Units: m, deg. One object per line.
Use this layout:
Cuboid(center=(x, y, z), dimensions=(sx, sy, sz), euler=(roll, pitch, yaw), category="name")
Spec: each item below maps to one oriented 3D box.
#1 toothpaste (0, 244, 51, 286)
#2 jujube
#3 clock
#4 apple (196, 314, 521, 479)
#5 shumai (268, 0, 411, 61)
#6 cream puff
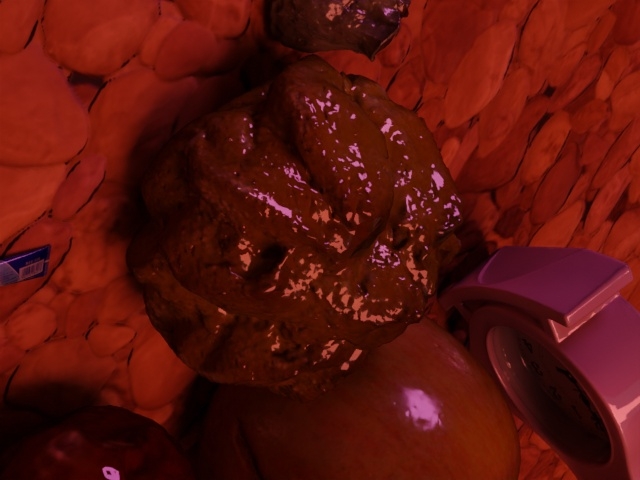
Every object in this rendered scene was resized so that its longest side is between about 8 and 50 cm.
Cuboid(center=(-0.206, 0.023, 0.806), dimensions=(0.083, 0.015, 0.024), euler=(-19, 133, -45), category="toothpaste")
Cuboid(center=(-0.181, 0.234, 0.891), dimensions=(0.174, 0.174, 0.250), euler=(-3, 127, -47), category="jujube")
Cuboid(center=(0.221, 0.134, 1.167), dimensions=(0.080, 0.290, 0.275), euler=(-35, 106, -17), category="clock")
Cuboid(center=(0.041, 0.184, 1.027), dimensions=(0.264, 0.264, 0.264), euler=(-29, 139, -28), category="apple")
Cuboid(center=(0.015, -0.151, 0.837), dimensions=(0.083, 0.080, 0.082), euler=(-51, 143, 3), category="shumai")
Cuboid(center=(-0.012, -0.005, 0.872), dimensions=(0.244, 0.196, 0.244), euler=(-36, 172, -6), category="cream puff")
